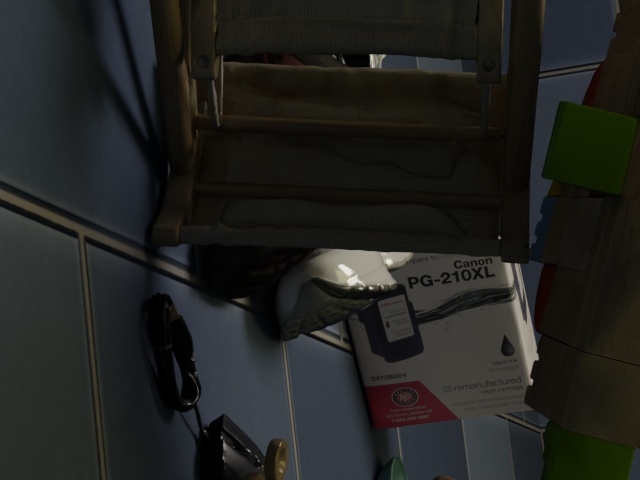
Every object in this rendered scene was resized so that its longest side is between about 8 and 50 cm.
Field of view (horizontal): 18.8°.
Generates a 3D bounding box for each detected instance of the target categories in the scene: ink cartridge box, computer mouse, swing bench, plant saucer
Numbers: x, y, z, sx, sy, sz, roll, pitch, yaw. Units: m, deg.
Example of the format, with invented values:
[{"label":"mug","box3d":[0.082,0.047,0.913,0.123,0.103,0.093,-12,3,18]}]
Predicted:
[{"label":"ink cartridge box","box3d":[0.115,0.057,1.937,0.100,0.172,0.237,-76,155,-62]},{"label":"computer mouse","box3d":[-0.068,0.126,1.330,0.071,0.041,0.242,-86,162,-45]},{"label":"swing bench","box3d":[0.019,-0.128,1.287,0.165,0.253,0.254,-80,172,-57]},{"label":"plant saucer","box3d":[0.075,0.278,1.960,0.119,0.021,0.119,-8,90,-79]}]

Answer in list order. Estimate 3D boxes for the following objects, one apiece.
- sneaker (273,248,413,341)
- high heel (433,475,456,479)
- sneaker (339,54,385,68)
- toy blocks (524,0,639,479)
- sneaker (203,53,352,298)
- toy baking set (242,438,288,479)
[{"label":"sneaker","box3d":[0.000,0.000,1.665,0.129,0.111,0.297,64,10,-7]},{"label":"high heel","box3d":[0.083,0.385,1.834,0.181,0.127,0.377,-50,148,-29]},{"label":"sneaker","box3d":[0.045,-0.210,2.100,0.058,0.052,0.135,55,28,-57]},{"label":"toy blocks","box3d":[0.216,-0.017,1.278,0.261,0.191,0.381,-165,-91,-86]},{"label":"sneaker","box3d":[-0.043,-0.070,1.511,0.162,0.106,0.281,47,38,5]},{"label":"toy baking set","box3d":[-0.027,0.250,1.347,0.256,0.030,0.196,60,41,-63]}]
